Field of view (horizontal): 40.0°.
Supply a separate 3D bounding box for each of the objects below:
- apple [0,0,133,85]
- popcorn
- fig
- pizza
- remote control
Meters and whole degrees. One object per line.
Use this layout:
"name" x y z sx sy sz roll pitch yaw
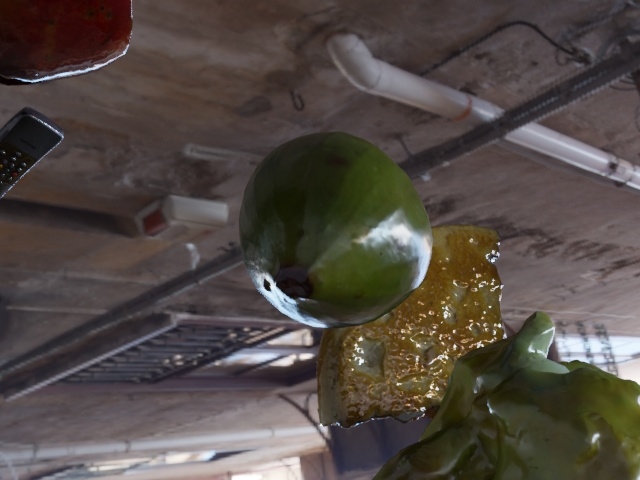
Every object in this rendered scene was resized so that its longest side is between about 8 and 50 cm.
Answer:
"apple" -0.316 -0.324 0.788 0.295 0.328 0.365 -94 -161 -49
"popcorn" 0.177 0.209 0.703 0.225 0.276 0.276 45 -61 -2
"fig" 0.000 0.000 0.864 0.203 0.225 0.203 9 -66 20
"pizza" 0.149 0.131 1.235 0.409 0.278 0.114 -52 -173 -28
"remote control" -0.373 -0.070 0.985 0.212 0.059 0.028 -37 -136 21
